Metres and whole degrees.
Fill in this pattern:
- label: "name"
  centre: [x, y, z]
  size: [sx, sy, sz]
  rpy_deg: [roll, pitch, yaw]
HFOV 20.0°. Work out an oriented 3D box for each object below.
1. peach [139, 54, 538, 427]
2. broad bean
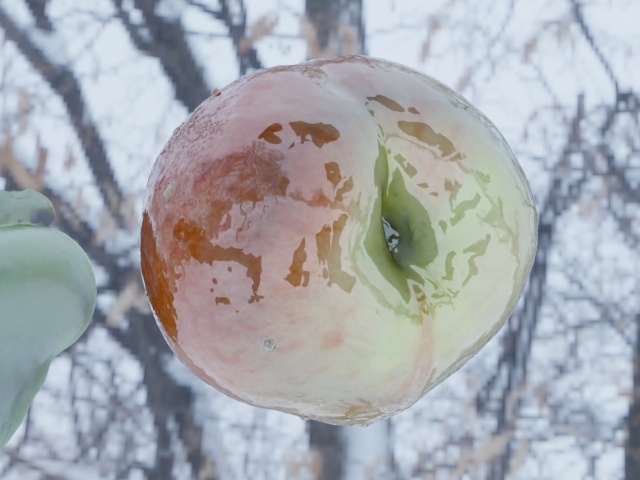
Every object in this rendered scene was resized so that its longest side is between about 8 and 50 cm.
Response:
- label: "peach"
  centre: [0.000, 0.000, 1.009]
  size: [0.232, 0.232, 0.232]
  rpy_deg: [3, -28, 2]
- label: "broad bean"
  centre: [-0.232, 0.061, 1.154]
  size: [0.100, 0.228, 0.169]
  rpy_deg: [7, -31, 30]
